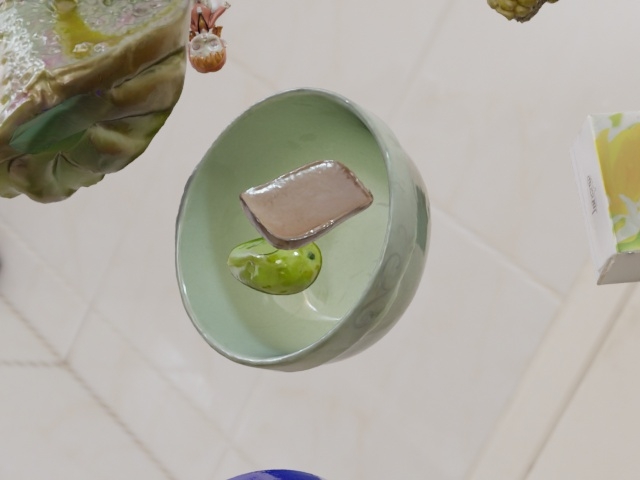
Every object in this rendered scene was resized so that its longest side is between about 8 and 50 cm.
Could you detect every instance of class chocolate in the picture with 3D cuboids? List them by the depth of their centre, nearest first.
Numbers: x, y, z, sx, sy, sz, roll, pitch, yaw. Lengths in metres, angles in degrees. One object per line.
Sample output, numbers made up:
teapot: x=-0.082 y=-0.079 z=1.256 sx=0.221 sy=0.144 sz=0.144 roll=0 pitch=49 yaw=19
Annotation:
chocolate: x=-0.012 y=-0.026 z=1.137 sx=0.100 sy=0.031 sz=0.064 roll=-29 pitch=64 yaw=-33

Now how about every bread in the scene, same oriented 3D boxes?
bread: x=-0.200 y=-0.114 z=1.190 sx=0.156 sy=0.260 sz=0.158 roll=35 pitch=19 yaw=-41

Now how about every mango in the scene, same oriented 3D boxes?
mango: x=-0.046 y=0.022 z=1.421 sx=0.108 sy=0.056 sz=0.073 roll=7 pitch=25 yaw=40

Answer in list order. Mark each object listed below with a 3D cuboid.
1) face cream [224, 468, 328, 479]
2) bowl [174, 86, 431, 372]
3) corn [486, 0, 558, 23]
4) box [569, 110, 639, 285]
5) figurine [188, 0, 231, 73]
face cream: x=-0.029 y=0.284 z=1.090 sx=0.206 sy=0.206 sz=0.111 roll=20 pitch=8 yaw=-23
bowl: x=0.000 y=0.000 z=1.605 sx=0.163 sy=0.307 sz=0.307 roll=20 pitch=15 yaw=-46
corn: x=0.265 y=-0.382 z=1.462 sx=0.130 sy=0.347 sz=0.130 roll=23 pitch=23 yaw=-10
box: x=0.459 y=-0.059 z=1.823 sx=0.260 sy=0.194 sz=0.111 roll=-6 pitch=-24 yaw=-5
figurine: x=-0.120 y=-0.224 z=1.487 sx=0.064 sy=0.109 sz=0.047 roll=-11 pitch=1 yaw=-1
